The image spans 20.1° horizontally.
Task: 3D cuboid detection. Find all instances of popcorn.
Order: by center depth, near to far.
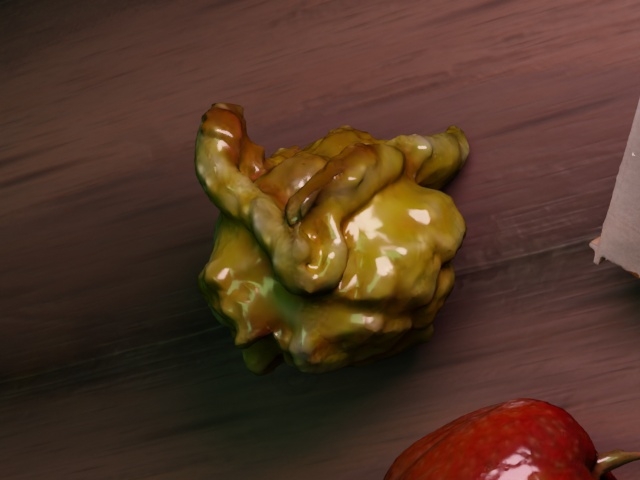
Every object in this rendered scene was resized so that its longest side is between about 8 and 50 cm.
[{"bbox_3d":[0.009,0.005,1.953,0.326,0.321,0.290,-2,84,62],"label":"popcorn"}]

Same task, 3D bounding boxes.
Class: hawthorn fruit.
[{"bbox_3d":[0.183,0.286,1.817,0.258,0.258,0.262,28,75,28],"label":"hawthorn fruit"}]

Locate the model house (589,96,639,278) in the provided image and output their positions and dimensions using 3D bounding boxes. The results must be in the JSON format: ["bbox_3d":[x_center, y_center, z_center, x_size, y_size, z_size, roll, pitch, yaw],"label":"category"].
[{"bbox_3d":[0.427,-0.112,1.793,0.169,0.244,0.326,31,128,30],"label":"model house"}]
